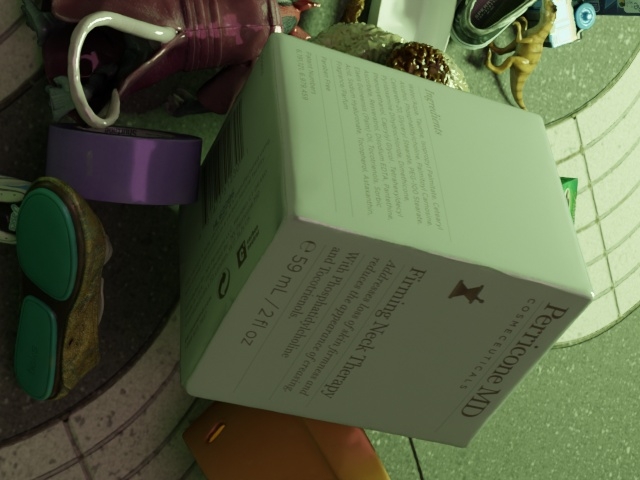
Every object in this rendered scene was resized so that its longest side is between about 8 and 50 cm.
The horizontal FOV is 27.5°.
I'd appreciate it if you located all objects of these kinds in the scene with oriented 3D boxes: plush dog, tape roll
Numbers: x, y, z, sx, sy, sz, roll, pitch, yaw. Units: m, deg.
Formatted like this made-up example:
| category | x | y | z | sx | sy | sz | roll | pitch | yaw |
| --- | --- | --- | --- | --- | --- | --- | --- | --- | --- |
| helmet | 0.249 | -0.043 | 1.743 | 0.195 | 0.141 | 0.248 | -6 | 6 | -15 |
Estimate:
| category | x | y | z | sx | sy | sz | roll | pitch | yaw |
| --- | --- | --- | --- | --- | --- | --- | --- | --- | --- |
| plush dog | 0.097 | -0.214 | 1.774 | 0.211 | 0.225 | 0.262 | -65 | 154 | -12 |
| tape roll | -0.241 | -0.095 | 1.606 | 0.189 | 0.189 | 0.080 | 1 | 99 | -36 |

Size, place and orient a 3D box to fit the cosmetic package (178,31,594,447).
| category | x | y | z | sx | sy | sz | roll | pitch | yaw |
| --- | --- | --- | --- | --- | --- | --- | --- | --- | --- |
| cosmetic package | 0.062 | 0.007 | 1.623 | 0.393 | 0.327 | 0.329 | 14 | 133 | -21 |

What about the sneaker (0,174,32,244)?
| category | x | y | z | sx | sy | sz | roll | pitch | yaw |
| --- | --- | --- | --- | --- | --- | --- | --- | --- | --- |
| sneaker | -0.404 | -0.041 | 1.564 | 0.237 | 0.086 | 0.085 | 8 | 96 | -36 |

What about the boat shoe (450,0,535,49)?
| category | x | y | z | sx | sy | sz | roll | pitch | yaw |
| --- | --- | --- | --- | --- | --- | --- | --- | --- | --- |
| boat shoe | 0.323 | -0.420 | 1.953 | 0.121 | 0.119 | 0.335 | 37 | 88 | -11 |

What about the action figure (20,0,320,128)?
| category | x | y | z | sx | sy | sz | roll | pitch | yaw |
| --- | --- | --- | --- | --- | --- | --- | --- | --- | --- |
| action figure | -0.164 | -0.271 | 1.595 | 0.370 | 0.275 | 0.248 | -11 | 99 | -20 |

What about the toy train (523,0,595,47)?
| category | x | y | z | sx | sy | sz | roll | pitch | yaw |
| --- | --- | --- | --- | --- | --- | --- | --- | --- | --- |
| toy train | 0.371 | -0.395 | 2.071 | 0.105 | 0.080 | 0.184 | -22 | 111 | -25 |

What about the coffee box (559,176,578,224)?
| category | x | y | z | sx | sy | sz | roll | pitch | yaw |
| --- | --- | --- | --- | --- | --- | --- | --- | --- | --- |
| coffee box | 0.375 | -0.040 | 2.112 | 0.184 | 0.040 | 0.113 | -22 | 116 | -65 |

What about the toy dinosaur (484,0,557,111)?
| category | x | y | z | sx | sy | sz | roll | pitch | yaw |
| --- | --- | --- | --- | --- | --- | --- | --- | --- | --- |
| toy dinosaur | 0.311 | -0.277 | 2.045 | 0.112 | 0.064 | 0.212 | 12 | 127 | -4 |

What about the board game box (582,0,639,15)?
| category | x | y | z | sx | sy | sz | roll | pitch | yaw |
| --- | --- | --- | --- | --- | --- | --- | --- | --- | --- |
| board game box | 0.496 | -0.425 | 2.077 | 0.035 | 0.201 | 0.136 | -20 | 111 | -32 |

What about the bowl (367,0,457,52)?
| category | x | y | z | sx | sy | sz | roll | pitch | yaw |
| --- | --- | --- | --- | --- | --- | --- | --- | --- | --- |
| bowl | 0.128 | -0.338 | 1.917 | 0.142 | 0.053 | 0.142 | 12 | 92 | -36 |

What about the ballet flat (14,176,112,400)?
| category | x | y | z | sx | sy | sz | roll | pitch | yaw |
| --- | --- | --- | --- | --- | --- | --- | --- | --- | --- |
| ballet flat | -0.303 | 0.047 | 1.577 | 0.123 | 0.123 | 0.349 | -17 | 138 | -33 |

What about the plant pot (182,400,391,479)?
| category | x | y | z | sx | sy | sz | roll | pitch | yaw |
| --- | --- | --- | --- | --- | --- | --- | --- | --- | --- |
| plant pot | -0.054 | 0.295 | 1.787 | 0.203 | 0.291 | 0.291 | -30 | 117 | -9 |
